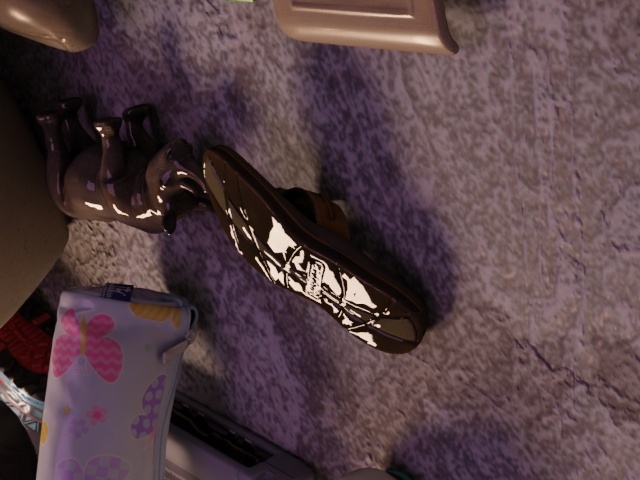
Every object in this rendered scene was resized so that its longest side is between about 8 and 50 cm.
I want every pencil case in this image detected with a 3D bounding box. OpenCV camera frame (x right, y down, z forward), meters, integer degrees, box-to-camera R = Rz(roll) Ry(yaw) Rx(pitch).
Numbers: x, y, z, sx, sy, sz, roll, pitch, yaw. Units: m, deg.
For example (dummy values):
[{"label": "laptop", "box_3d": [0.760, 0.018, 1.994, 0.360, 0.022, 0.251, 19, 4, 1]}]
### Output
[{"label": "pencil case", "box_3d": [-0.184, 0.171, 1.649, 0.113, 0.124, 0.273, -127, 45, -87]}]

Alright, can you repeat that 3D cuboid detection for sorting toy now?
[{"label": "sorting toy", "box_3d": [0.020, -0.221, 1.245, 0.347, 0.047, 0.196, 14, 126, 52]}]

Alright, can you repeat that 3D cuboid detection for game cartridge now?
[{"label": "game cartridge", "box_3d": [-0.094, 0.252, 1.718, 0.294, 0.060, 0.196, 23, 125, 47]}]

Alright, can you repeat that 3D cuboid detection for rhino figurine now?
[{"label": "rhino figurine", "box_3d": [-0.161, -0.058, 1.588, 0.243, 0.073, 0.106, 12, 116, 50]}]

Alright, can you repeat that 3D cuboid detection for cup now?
[{"label": "cup", "box_3d": [-0.376, -0.022, 1.743, 0.237, 0.331, 0.331, 43, 151, -14]}]

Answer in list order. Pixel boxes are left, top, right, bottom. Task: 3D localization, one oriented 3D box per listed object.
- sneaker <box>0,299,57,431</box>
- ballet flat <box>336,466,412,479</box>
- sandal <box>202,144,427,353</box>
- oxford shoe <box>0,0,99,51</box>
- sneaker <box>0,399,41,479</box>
[{"label": "sneaker", "box_3d": [-0.344, 0.094, 1.927, 0.262, 0.104, 0.125, 51, 147, 22]}, {"label": "ballet flat", "box_3d": [0.091, 0.373, 1.457, 0.400, 0.139, 0.139, 61, 148, 6]}, {"label": "sandal", "box_3d": [0.000, 0.000, 1.415, 0.219, 0.060, 0.090, 34, 144, 18]}, {"label": "oxford shoe", "box_3d": [-0.302, -0.250, 1.626, 0.348, 0.123, 0.130, 41, 165, 50]}, {"label": "sneaker", "box_3d": [-0.336, 0.326, 2.028, 0.104, 0.147, 0.296, -23, 93, 56]}]
